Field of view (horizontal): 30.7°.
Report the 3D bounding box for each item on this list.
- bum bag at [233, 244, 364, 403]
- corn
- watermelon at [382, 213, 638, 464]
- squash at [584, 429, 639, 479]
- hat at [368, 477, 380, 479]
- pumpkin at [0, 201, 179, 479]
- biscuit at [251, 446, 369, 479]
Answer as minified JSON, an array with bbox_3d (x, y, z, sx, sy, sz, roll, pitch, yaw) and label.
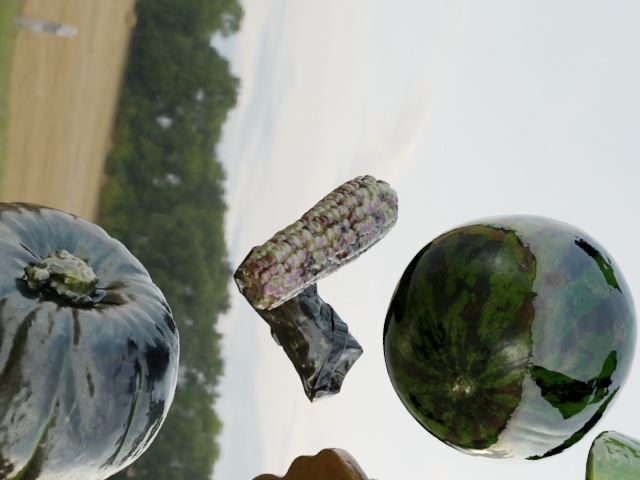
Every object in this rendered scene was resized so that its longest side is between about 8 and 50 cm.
[{"bbox_3d":[-0.027,0.110,1.634,0.069,0.102,0.248,7,-49,60],"label":"bum bag"},{"bbox_3d":[0.000,0.000,1.464,0.280,0.092,0.092,-34,154,-41],"label":"corn"},{"bbox_3d":[0.214,0.111,1.327,0.285,0.285,0.285,-170,-90,-80],"label":"watermelon"},{"bbox_3d":[0.338,0.271,1.152,0.203,0.288,0.111,128,-19,-52],"label":"squash"},{"bbox_3d":[0.090,0.400,1.617,0.162,0.093,0.112,18,-104,55],"label":"hat"},{"bbox_3d":[-0.301,0.109,1.187,0.241,0.323,0.323,-52,-160,19],"label":"pumpkin"},{"bbox_3d":[-0.052,0.383,1.380,0.334,0.047,0.202,-55,-131,22],"label":"biscuit"}]
